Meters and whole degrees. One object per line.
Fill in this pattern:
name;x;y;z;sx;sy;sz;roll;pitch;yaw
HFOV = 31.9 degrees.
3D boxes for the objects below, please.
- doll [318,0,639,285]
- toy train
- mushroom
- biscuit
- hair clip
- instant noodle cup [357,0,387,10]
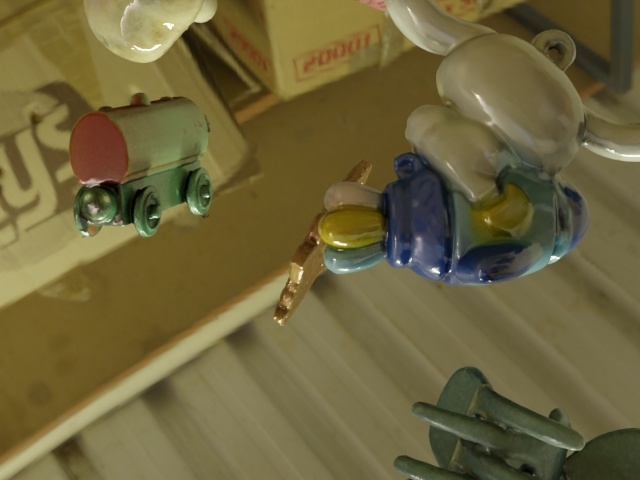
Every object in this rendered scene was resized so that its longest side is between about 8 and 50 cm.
doll;0.185;-0.079;1.280;0.376;0.187;0.366;27;-93;16
toy train;-0.229;-0.103;1.449;0.116;0.177;0.285;2;-168;19
mushroom;-0.286;-0.437;1.987;0.260;0.234;0.254;25;-80;46
biscuit;0.000;0.000;1.505;0.035;0.162;0.250;30;-96;6
hair clip;0.186;0.315;1.215;0.392;0.238;0.318;20;-89;28
instant noodle cup;0.016;-0.412;1.379;0.255;0.244;0.244;24;-135;-24
